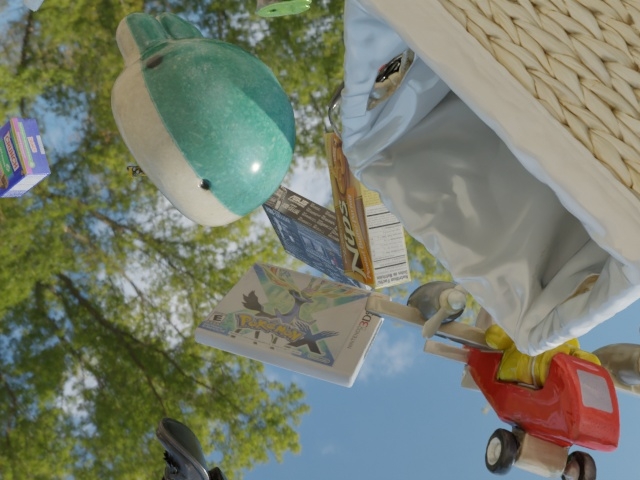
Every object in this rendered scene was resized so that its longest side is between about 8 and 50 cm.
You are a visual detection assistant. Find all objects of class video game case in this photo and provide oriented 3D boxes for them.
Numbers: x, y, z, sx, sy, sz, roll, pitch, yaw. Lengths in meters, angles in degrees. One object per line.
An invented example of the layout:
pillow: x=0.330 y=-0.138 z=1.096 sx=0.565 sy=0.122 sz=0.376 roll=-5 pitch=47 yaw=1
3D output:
video game case: x=-0.046 y=0.160 z=1.438 sx=0.328 sy=0.036 sz=0.300 roll=13 pitch=-150 yaw=15

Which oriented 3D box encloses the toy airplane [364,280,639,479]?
toy airplane: x=0.309 y=0.160 z=1.039 sx=0.384 sy=0.273 sz=0.386 roll=27 pitch=-167 yaw=36

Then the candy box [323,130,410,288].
candy box: x=0.092 y=-0.073 z=1.423 sx=0.087 sy=0.317 sz=0.183 roll=-12 pitch=-171 yaw=-15

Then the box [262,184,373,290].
box: x=0.000 y=0.000 z=1.840 sx=0.307 sy=0.242 sz=0.076 roll=29 pitch=-113 yaw=33

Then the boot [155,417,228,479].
boot: x=-0.305 y=0.482 z=1.300 sx=0.228 sy=0.263 sz=0.091 roll=-30 pitch=-157 yaw=-3

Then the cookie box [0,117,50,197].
cookie box: x=-0.466 y=-0.126 z=1.061 sx=0.107 sy=0.092 sz=0.040 roll=-23 pitch=172 yaw=40

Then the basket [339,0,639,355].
basket: x=0.214 y=-0.113 z=0.660 sx=0.266 sy=0.328 sz=0.331 roll=-39 pitch=-106 yaw=-11

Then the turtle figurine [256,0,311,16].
turtle figurine: x=-0.028 y=-0.429 z=0.840 sx=0.274 sy=0.267 sz=0.197 roll=-7 pitch=176 yaw=-39

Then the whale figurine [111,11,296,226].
whale figurine: x=-0.105 y=-0.142 z=0.678 sx=0.141 sy=0.216 sz=0.272 roll=-27 pitch=-140 yaw=11

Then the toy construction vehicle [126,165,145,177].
toy construction vehicle: x=-0.375 y=-0.148 z=1.569 sx=0.085 sy=0.035 sz=0.098 roll=12 pitch=-168 yaw=37

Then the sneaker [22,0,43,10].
sneaker: x=-0.451 y=-0.522 z=1.115 sx=0.123 sy=0.290 sz=0.106 roll=22 pitch=-154 yaw=-23

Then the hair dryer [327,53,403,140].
hair dryer: x=0.114 y=-0.301 z=1.061 sx=0.223 sy=0.294 sz=0.080 roll=-21 pitch=-150 yaw=-23
